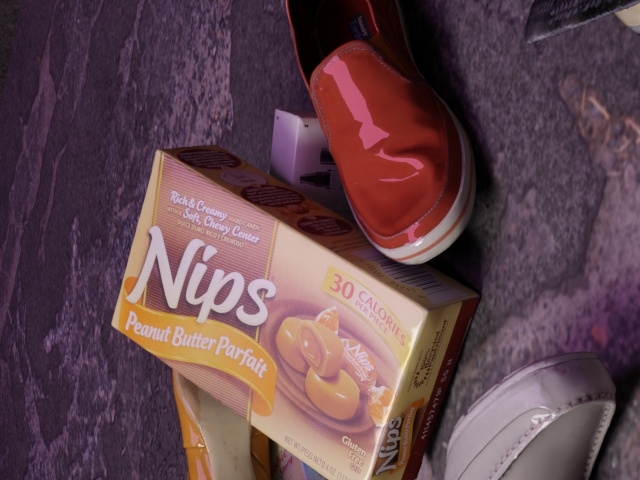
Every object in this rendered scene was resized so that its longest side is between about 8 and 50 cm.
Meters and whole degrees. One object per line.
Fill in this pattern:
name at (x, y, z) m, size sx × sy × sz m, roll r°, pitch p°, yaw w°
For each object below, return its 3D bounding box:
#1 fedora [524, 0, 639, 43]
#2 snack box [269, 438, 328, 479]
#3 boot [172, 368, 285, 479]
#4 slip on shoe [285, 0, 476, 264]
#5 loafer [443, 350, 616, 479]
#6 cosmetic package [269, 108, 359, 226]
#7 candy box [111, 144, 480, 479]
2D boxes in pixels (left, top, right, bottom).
fedora at (0.252, -0.110, 0.561) m, size 0.153 × 0.334 × 0.334 m, roll 61°, pitch 156°, yaw -7°
snack box at (-0.038, 0.334, 1.365) m, size 0.322 × 0.060 × 0.187 m, roll 117°, pitch 145°, yaw -44°
boot at (-0.112, 0.236, 1.341) m, size 0.211 × 0.104 × 0.295 m, roll -65°, pitch 36°, yaw 41°
slip on shoe at (0.039, -0.119, 1.127) m, size 0.123 × 0.101 × 0.331 m, roll -35°, pitch 51°, yaw 25°
loafer at (0.136, 0.201, 0.936) m, size 0.319 × 0.112 × 0.111 m, roll 105°, pitch 148°, yaw -45°
cosmetic package at (0.000, 0.000, 1.249) m, size 0.060 × 0.098 × 0.239 m, roll -150°, pitch 63°, yaw -63°
candy box at (-0.033, 0.061, 1.156) m, size 0.316 × 0.087 × 0.183 m, roll 31°, pitch 114°, yaw 32°
